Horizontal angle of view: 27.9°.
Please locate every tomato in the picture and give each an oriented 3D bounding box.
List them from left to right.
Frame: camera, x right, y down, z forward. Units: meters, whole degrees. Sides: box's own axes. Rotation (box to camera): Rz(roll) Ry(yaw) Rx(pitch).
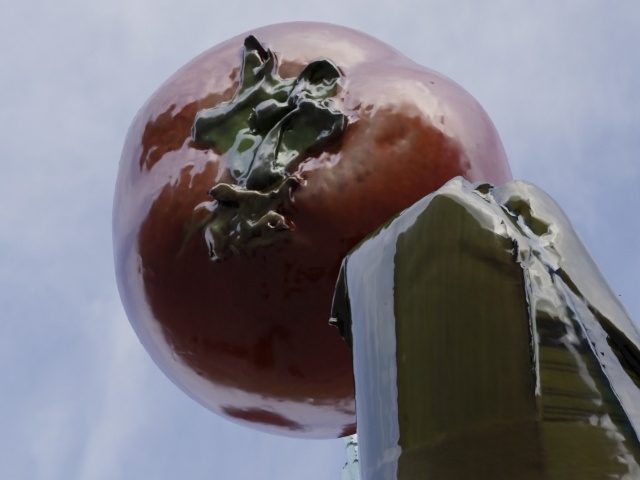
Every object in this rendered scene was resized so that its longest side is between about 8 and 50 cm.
[{"bbox_3d":[0.000,0.000,1.003,0.322,0.321,0.321,3,-72,10],"label":"tomato"}]

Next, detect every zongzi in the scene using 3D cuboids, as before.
[{"bbox_3d":[0.149,0.117,0.532,0.289,0.260,0.123,12,-33,-24],"label":"zongzi"}]

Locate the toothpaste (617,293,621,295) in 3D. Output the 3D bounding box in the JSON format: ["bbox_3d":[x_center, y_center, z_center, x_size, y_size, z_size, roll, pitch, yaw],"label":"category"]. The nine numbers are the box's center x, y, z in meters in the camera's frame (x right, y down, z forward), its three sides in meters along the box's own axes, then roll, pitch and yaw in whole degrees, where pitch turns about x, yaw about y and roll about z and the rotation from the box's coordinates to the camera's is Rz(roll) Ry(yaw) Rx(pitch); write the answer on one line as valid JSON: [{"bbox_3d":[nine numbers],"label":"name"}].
[{"bbox_3d":[0.154,0.092,0.674,0.034,0.046,0.164,1,-42,32],"label":"toothpaste"}]

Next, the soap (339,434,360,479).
[{"bbox_3d":[0.108,0.276,1.254,0.150,0.261,0.094,-7,-57,-6],"label":"soap"}]
